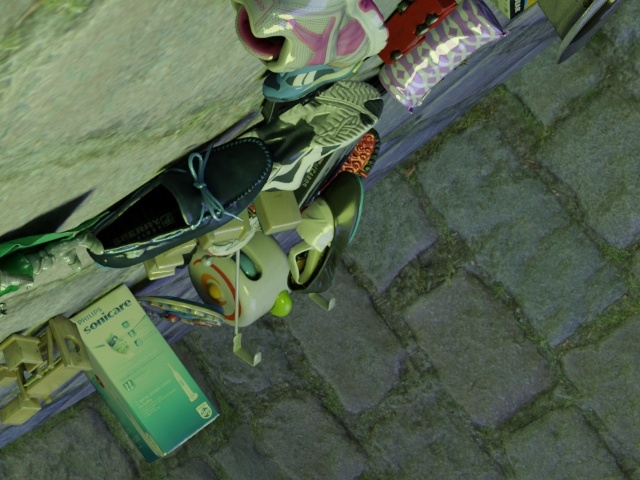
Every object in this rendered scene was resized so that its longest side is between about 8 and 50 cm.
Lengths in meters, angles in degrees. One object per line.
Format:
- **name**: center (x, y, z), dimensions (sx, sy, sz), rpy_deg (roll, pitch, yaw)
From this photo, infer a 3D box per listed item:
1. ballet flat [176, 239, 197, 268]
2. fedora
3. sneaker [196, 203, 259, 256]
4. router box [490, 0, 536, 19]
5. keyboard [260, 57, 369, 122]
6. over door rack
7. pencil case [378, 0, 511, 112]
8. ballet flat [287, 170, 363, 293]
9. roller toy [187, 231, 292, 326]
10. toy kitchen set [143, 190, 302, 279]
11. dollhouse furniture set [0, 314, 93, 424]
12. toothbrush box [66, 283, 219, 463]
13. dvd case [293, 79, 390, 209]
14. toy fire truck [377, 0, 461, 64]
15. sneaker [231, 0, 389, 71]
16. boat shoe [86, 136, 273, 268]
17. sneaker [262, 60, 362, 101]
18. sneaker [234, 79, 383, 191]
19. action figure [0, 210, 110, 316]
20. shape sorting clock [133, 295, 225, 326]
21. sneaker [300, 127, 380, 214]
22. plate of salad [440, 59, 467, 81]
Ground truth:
- **ballet flat**: center (-0.244, 0.008, 1.776), dimensions (0.058, 0.049, 0.173), rpy_deg (8, 164, -10)
- **fedora**: center (0.485, -0.464, 1.873), dimensions (0.244, 0.124, 0.275), rpy_deg (-37, 169, -39)
- **sneaker**: center (-0.119, -0.064, 1.708), dimensions (0.225, 0.088, 0.092), rpy_deg (-45, 176, -23)
- **router box**: center (0.260, -0.359, 1.216), dimensions (0.133, 0.046, 0.179), rpy_deg (-37, 156, -5)
- **keyboard**: center (0.001, -0.211, 1.311), dimensions (0.180, 0.023, 0.108), rpy_deg (-34, 170, -19)
- **over door rack**: center (-0.097, 0.036, 1.912), dimensions (0.239, 0.108, 0.324), rpy_deg (-34, 132, -37)
- **pencil case**: center (0.183, -0.286, 1.575), dimensions (0.206, 0.088, 0.086), rpy_deg (-39, 178, 28)
- **ballet flat**: center (0.000, 0.000, 1.801), dimensions (0.096, 0.095, 0.280), rpy_deg (-15, 141, -30)
- **roller toy**: center (-0.166, 0.068, 2.051), dimensions (0.209, 0.191, 0.146), rpy_deg (18, -137, 43)
- **toy kitchen set**: center (-0.163, -0.038, 1.549), dimensions (0.207, 0.122, 0.166), rpy_deg (-13, 167, -25)
- **dollhouse furniture set**: center (-0.499, 0.204, 1.665), dimensions (0.182, 0.101, 0.161), rpy_deg (-37, 152, 19)
- **toothbrush box**: center (-0.338, 0.250, 1.900), dimensions (0.126, 0.295, 0.216), rpy_deg (-34, 177, -23)
- **dvd case**: center (0.033, -0.158, 1.699), dimensions (0.238, 0.030, 0.179), rpy_deg (-56, 174, 37)
- **toy fire truck**: center (0.158, -0.310, 1.326), dimensions (0.135, 0.047, 0.192), rpy_deg (-35, 177, -35)
- **sneaker**: center (-0.017, -0.191, 0.842), dimensions (0.111, 0.103, 0.252), rpy_deg (-33, 170, 2)
- **boat shoe**: center (-0.166, -0.040, 1.267), dimensions (0.258, 0.109, 0.089), rpy_deg (-38, 173, -5)
- **sneaker**: center (-0.016, -0.197, 1.125), dimensions (0.144, 0.059, 0.053), rpy_deg (-19, -140, 39)
- **sneaker**: center (-0.026, -0.138, 1.445), dimensions (0.235, 0.094, 0.153), rpy_deg (-36, 178, -7)
- **action figure**: center (-0.333, 0.039, 1.070), dimensions (0.137, 0.063, 0.232), rpy_deg (-35, 175, 40)
- **shape sorting clock**: center (-0.288, 0.140, 2.020), dimensions (0.206, 0.040, 0.206), rpy_deg (7, 169, 1)
- **sneaker**: center (0.015, -0.144, 2.003), dimensions (0.262, 0.104, 0.125), rpy_deg (-42, -160, 28)
- **plate of salad**: center (0.217, -0.316, 1.857), dimensions (0.200, 0.048, 0.200), rpy_deg (-36, 177, -2)
